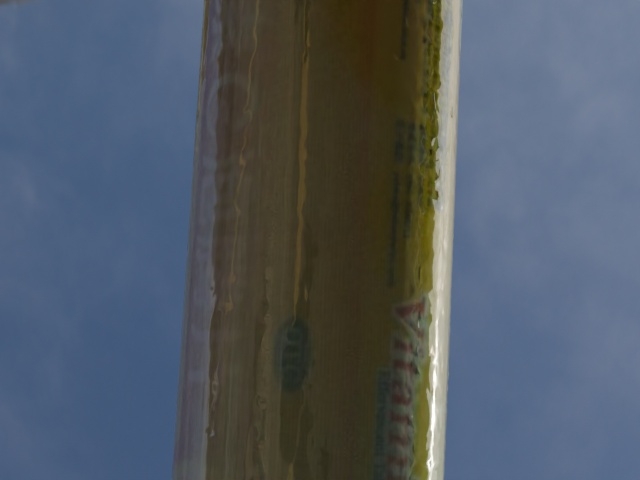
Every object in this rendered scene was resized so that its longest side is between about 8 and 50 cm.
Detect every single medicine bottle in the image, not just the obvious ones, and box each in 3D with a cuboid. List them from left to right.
[{"bbox_3d":[0.000,0.000,0.394,0.074,0.074,0.218,3,-99,-2],"label":"medicine bottle"}]
